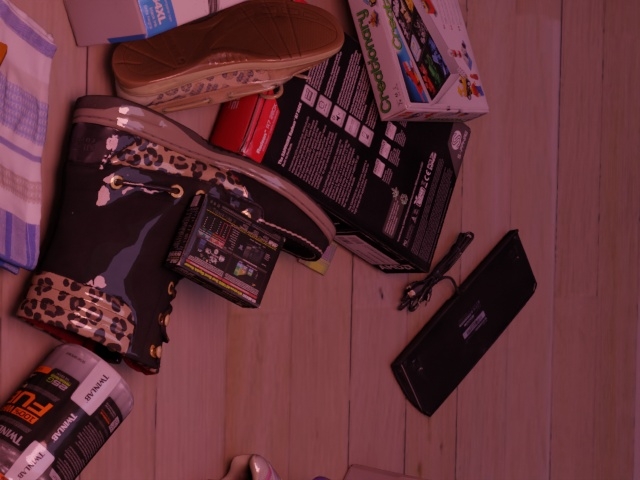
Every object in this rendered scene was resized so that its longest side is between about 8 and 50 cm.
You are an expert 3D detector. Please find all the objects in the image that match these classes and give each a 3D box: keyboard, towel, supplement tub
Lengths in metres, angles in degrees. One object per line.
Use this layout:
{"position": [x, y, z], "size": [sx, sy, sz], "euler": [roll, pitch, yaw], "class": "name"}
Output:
{"position": [0.204, 0.092, 2.189], "size": [0.317, 0.033, 0.202], "euler": [-46, 126, -32], "class": "keyboard"}
{"position": [-0.343, -0.119, 1.594], "size": [0.209, 0.034, 0.285], "euler": [45, 46, -72], "class": "towel"}
{"position": [0.000, 0.000, 2.014], "size": [0.060, 0.009, 0.083], "euler": [29, 73, -40], "class": "towel"}
{"position": [-0.309, 0.219, 1.675], "size": [0.190, 0.117, 0.117], "euler": [-52, 123, -28], "class": "supplement tub"}

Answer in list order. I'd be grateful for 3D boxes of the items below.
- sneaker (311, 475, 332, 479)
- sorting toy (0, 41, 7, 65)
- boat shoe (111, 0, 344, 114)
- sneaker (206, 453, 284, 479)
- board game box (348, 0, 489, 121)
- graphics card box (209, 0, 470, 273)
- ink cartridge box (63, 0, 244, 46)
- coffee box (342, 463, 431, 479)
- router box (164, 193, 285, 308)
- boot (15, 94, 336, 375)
{"position": [-0.018, 0.457, 1.937], "size": [0.146, 0.102, 0.293], "euler": [-14, 112, -35], "class": "sneaker"}
{"position": [-0.484, -0.186, 1.470], "size": [0.307, 0.041, 0.229], "euler": [24, 72, -7], "class": "sorting toy"}
{"position": [-0.112, -0.217, 1.795], "size": [0.285, 0.089, 0.105], "euler": [-11, 56, -12], "class": "boat shoe"}
{"position": [-0.135, 0.361, 1.857], "size": [0.252, 0.103, 0.111], "euler": [-47, 120, -39], "class": "sneaker"}
{"position": [0.117, -0.310, 2.000], "size": [0.193, 0.053, 0.305], "euler": [-4, 76, -50], "class": "board game box"}
{"position": [0.032, -0.131, 1.976], "size": [0.371, 0.094, 0.233], "euler": [31, 68, -37], "class": "graphics card box"}
{"position": [-0.179, -0.300, 1.747], "size": [0.203, 0.148, 0.086], "euler": [-27, 108, -38], "class": "ink cartridge box"}
{"position": [0.158, 0.446, 2.071], "size": [0.297, 0.168, 0.119], "euler": [46, 63, -34], "class": "coffee box"}
{"position": [-0.110, 0.014, 1.718], "size": [0.122, 0.038, 0.092], "euler": [30, 71, -30], "class": "router box"}
{"position": [-0.171, 0.023, 1.775], "size": [0.377, 0.138, 0.284], "euler": [29, 72, -35], "class": "boot"}
